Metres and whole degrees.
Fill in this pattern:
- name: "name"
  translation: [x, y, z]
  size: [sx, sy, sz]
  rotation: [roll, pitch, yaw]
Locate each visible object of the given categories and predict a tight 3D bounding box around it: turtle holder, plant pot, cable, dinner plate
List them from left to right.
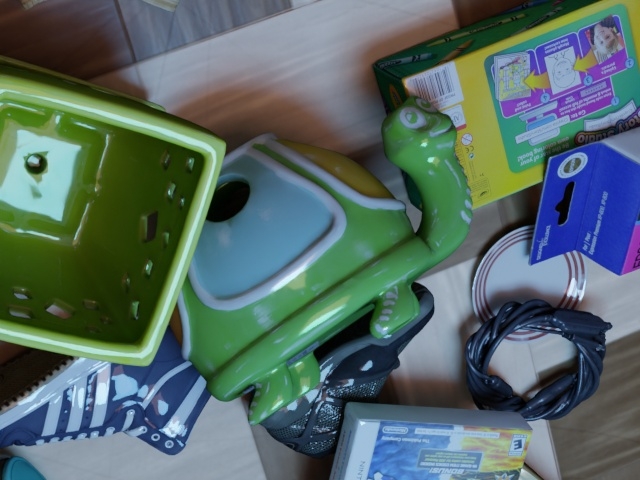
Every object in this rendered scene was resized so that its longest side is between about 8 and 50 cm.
- name: "plant pot"
  translation: [-0.244, -0.042, 1.473]
  size: [0.227, 0.207, 0.228]
  rotation: [16, 103, -24]
- name: "turtle holder"
  translation: [-0.012, 0.007, 1.545]
  size: [0.320, 0.243, 0.227]
  rotation: [-37, 84, 27]
- name: "dinner plate"
  translation: [0.230, 0.047, 1.790]
  size: [0.141, 0.017, 0.141]
  rotation: [-6, 110, -18]
- name: "cable"
  translation: [0.232, 0.136, 1.799]
  size: [0.184, 0.047, 0.151]
  rotation: [6, 122, -28]

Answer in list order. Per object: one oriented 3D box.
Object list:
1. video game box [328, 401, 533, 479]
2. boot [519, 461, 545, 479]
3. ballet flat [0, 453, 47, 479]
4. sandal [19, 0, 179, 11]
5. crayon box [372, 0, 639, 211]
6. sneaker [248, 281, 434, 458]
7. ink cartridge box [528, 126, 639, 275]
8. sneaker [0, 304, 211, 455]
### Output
- name: "video game box"
  translation: [0.106, 0.268, 1.716]
  size: [0.205, 0.048, 0.187]
  rotation: [5, 112, -20]
- name: "boot"
  translation: [0.222, 0.381, 1.859]
  size: [0.203, 0.095, 0.262]
  rotation: [-47, 111, -1]
- name: "ballet flat"
  translation: [-0.254, 0.385, 1.682]
  size: [0.139, 0.139, 0.400]
  rotation: [-39, 113, -4]
- name: "sandal"
  translation: [-0.242, -0.240, 1.473]
  size: [0.240, 0.088, 0.079]
  rotation: [21, 103, -32]
- name: "crayon box"
  translation: [0.210, -0.149, 1.676]
  size: [0.278, 0.081, 0.165]
  rotation: [-22, 115, -12]
- name: "sneaker"
  translation: [0.046, 0.146, 1.720]
  size: [0.227, 0.087, 0.130]
  rotation: [-42, 119, 1]
- name: "ink cartridge box"
  translation: [0.406, -0.067, 1.742]
  size: [0.371, 0.069, 0.176]
  rotation: [-17, 142, -16]
- name: "sneaker"
  translation: [-0.237, 0.174, 1.614]
  size: [0.282, 0.099, 0.153]
  rotation: [-32, 115, -11]
